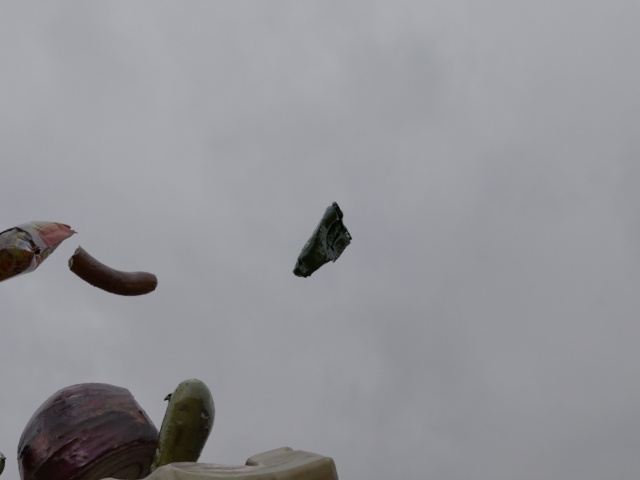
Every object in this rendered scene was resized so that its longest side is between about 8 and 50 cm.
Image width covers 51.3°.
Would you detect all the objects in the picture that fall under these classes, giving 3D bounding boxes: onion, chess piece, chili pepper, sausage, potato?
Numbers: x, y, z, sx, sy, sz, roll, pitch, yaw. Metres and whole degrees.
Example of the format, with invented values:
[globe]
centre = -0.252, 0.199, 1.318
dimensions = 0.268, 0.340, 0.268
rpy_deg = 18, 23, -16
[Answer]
[onion]
centre = -0.485, 0.425, 1.397
dimensions = 0.282, 0.260, 0.337
rpy_deg = -41, -27, -6
[chess piece]
centre = -0.131, 0.298, 0.746
dimensions = 0.300, 0.137, 0.137
rpy_deg = -11, -34, -23
[chili pepper]
centre = 0.003, 0.000, 1.483
dimensions = 0.062, 0.216, 0.108
rpy_deg = 2, -50, 36
[sausage]
centre = -0.636, 0.109, 2.040
dimensions = 0.302, 0.103, 0.076
rpy_deg = 28, -16, -40
[potato]
centre = -0.238, 0.340, 1.171
dimensions = 0.085, 0.188, 0.105
rpy_deg = 3, -27, 40

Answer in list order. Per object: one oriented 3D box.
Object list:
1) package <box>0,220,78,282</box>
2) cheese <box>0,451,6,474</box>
[package]
centre = -0.718, 0.031, 1.523
dimensions = 0.288, 0.223, 0.109
rpy_deg = -18, -75, 8
[cheese]
centre = -0.717, 0.370, 1.243
dimensions = 0.255, 0.050, 0.127
rpy_deg = 42, -20, -34
